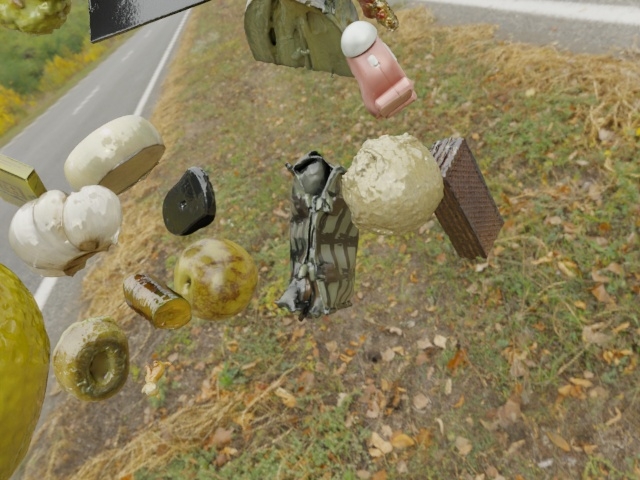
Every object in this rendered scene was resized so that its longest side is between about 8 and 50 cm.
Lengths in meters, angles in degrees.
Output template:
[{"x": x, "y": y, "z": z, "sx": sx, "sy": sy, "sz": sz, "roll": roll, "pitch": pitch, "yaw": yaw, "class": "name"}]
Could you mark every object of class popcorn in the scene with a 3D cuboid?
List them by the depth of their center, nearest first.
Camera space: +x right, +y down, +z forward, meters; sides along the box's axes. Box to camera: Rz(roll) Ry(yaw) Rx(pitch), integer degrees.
[{"x": -0.633, "y": -0.575, "z": 0.985, "sx": 0.237, "sy": 0.206, "sz": 0.251, "roll": 53, "pitch": 128, "yaw": 24, "class": "popcorn"}]

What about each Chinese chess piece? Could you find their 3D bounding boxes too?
[{"x": -0.686, "y": -0.271, "z": 1.595, "sx": 0.338, "sy": 0.140, "sz": 0.338, "roll": -42, "pitch": 5, "yaw": 5, "class": "Chinese chess piece"}]

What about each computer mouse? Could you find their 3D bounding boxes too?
[{"x": -0.340, "y": -0.099, "z": 1.276, "sx": 0.086, "sy": 0.137, "sz": 0.270, "roll": -18, "pitch": -8, "yaw": -42, "class": "computer mouse"}]

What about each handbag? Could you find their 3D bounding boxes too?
[{"x": 0.000, "y": 0.000, "z": 1.027, "sx": 0.162, "sy": 0.325, "sz": 0.327, "roll": 2, "pitch": -1, "yaw": 6, "class": "handbag"}]

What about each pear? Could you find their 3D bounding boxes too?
[{"x": -0.330, "y": 0.121, "z": 1.516, "sx": 0.281, "sy": 0.281, "sz": 0.281, "roll": -23, "pitch": 32, "yaw": 15, "class": "pear"}]

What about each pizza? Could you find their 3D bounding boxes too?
[{"x": 0.123, "y": -0.652, "z": 1.262, "sx": 0.062, "sy": 0.199, "sz": 0.188, "roll": -41, "pitch": 55, "yaw": 11, "class": "pizza"}]

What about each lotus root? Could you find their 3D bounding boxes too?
[{"x": -0.044, "y": -0.511, "z": 1.056, "sx": 0.267, "sy": 0.260, "sz": 0.149, "roll": 13, "pitch": 78, "yaw": 11, "class": "lotus root"}]

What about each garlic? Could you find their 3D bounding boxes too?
[{"x": -0.619, "y": -0.035, "z": 1.116, "sx": 0.281, "sy": 0.185, "sz": 0.203, "roll": -37, "pitch": 62, "yaw": 30, "class": "garlic"}]

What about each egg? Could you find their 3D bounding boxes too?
[{"x": 0.082, "y": -0.063, "z": 0.548, "sx": 0.118, "sy": 0.116, "sz": 0.140, "roll": -36, "pitch": -16, "yaw": 30, "class": "egg"}]

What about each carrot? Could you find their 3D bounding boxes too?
[{"x": -0.452, "y": 0.164, "z": 1.285, "sx": 0.114, "sy": 0.114, "sz": 0.302, "roll": -45, "pitch": 34, "yaw": -21, "class": "carrot"}]

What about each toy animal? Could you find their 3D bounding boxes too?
[{"x": -0.404, "y": 0.347, "z": 1.170, "sx": 0.081, "sy": 0.060, "sz": 0.083, "roll": -13, "pitch": 53, "yaw": -19, "class": "toy animal"}]

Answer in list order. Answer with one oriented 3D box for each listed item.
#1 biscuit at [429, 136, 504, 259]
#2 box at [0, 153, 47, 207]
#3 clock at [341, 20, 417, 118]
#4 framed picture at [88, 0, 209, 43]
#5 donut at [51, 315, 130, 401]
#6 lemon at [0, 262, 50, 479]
[{"x": 0.276, "y": -0.072, "z": 0.920, "sx": 0.070, "sy": 0.252, "sz": 0.106, "roll": 5, "pitch": 52, "yaw": 46, "class": "biscuit"}, {"x": -0.777, "y": -0.139, "z": 1.212, "sx": 0.041, "sy": 0.153, "sz": 0.279, "roll": -67, "pitch": 6, "yaw": -24, "class": "box"}, {"x": 0.098, "y": -0.311, "z": 0.871, "sx": 0.093, "sy": 0.162, "sz": 0.166, "roll": -31, "pitch": -1, "yaw": 17, "class": "clock"}, {"x": -0.360, "y": -0.565, "z": 0.974, "sx": 0.324, "sy": 0.244, "sz": 0.013, "roll": -7, "pitch": -5, "yaw": 22, "class": "framed picture"}, {"x": -0.699, "y": 0.372, "z": 1.453, "sx": 0.128, "sy": 0.261, "sz": 0.208, "roll": 19, "pitch": 28, "yaw": 40, "class": "donut"}, {"x": -0.483, "y": 0.151, "z": 0.506, "sx": 0.350, "sy": 0.350, "sz": 0.387, "roll": -30, "pitch": 52, "yaw": 3, "class": "lemon"}]
